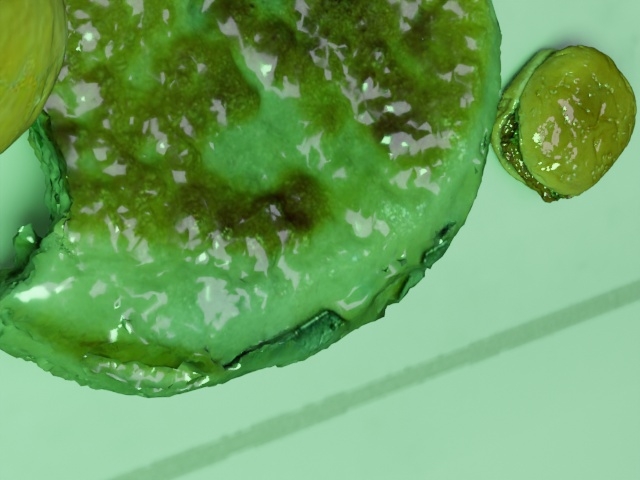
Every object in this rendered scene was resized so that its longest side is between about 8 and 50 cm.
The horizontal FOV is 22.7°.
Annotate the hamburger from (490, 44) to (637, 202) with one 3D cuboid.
[{"bbox_3d":[0.134,-0.064,0.870,0.076,0.044,0.083,44,69,-32],"label":"hamburger"}]

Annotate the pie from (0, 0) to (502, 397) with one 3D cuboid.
[{"bbox_3d":[-0.051,-0.080,0.703,0.302,0.067,0.302,4,81,-27],"label":"pie"}]

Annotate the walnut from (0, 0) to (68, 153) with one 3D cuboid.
[{"bbox_3d":[-0.192,-0.095,0.536,0.195,0.222,0.195,-4,90,-75],"label":"walnut"}]
